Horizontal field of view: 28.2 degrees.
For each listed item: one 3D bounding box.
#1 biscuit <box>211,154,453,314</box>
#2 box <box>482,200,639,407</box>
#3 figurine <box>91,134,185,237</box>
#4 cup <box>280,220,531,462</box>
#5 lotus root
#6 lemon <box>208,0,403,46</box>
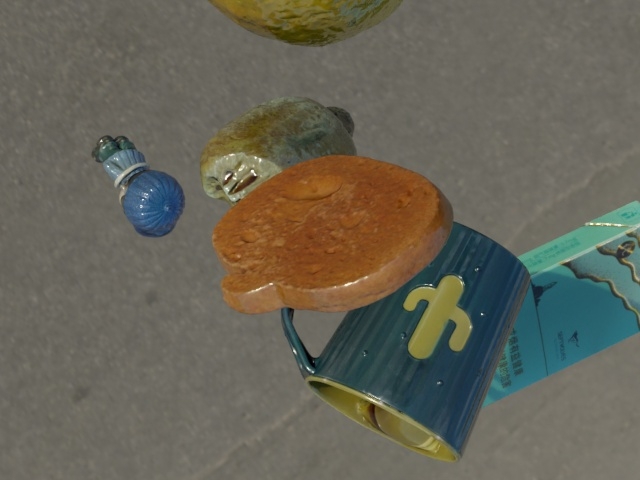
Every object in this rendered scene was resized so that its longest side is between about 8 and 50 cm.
[{"bbox_3d":[0.000,0.000,0.434,0.078,0.091,0.015,-38,124,-19],"label":"biscuit"},{"bbox_3d":[0.247,0.070,1.336,0.229,0.041,0.162,-25,133,-7],"label":"box"},{"bbox_3d":[-0.217,-0.069,1.537,0.086,0.149,0.087,4,132,-46],"label":"figurine"},{"bbox_3d":[0.063,0.062,0.979,0.155,0.176,0.131,-60,176,-15],"label":"cup"},{"bbox_3d":[-0.027,-0.073,1.115,0.192,0.113,0.088,-38,167,-49],"label":"lotus root"},{"bbox_3d":[-0.012,-0.247,0.984,0.231,0.192,0.192,-6,126,-63],"label":"lemon"}]
